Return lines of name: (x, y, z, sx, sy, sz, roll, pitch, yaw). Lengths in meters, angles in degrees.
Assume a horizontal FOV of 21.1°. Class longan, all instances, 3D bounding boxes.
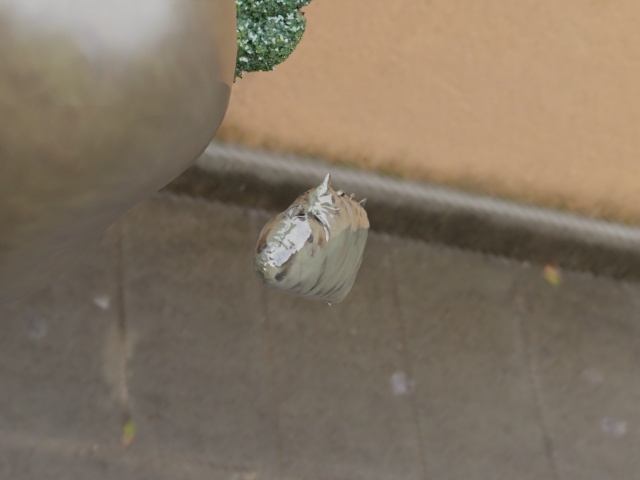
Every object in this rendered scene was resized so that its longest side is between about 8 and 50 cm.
longan: (-0.155, -0.086, 0.775, 0.248, 0.248, 0.248, 16, 47, -18)

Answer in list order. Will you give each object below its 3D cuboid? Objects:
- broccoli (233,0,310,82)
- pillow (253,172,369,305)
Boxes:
broccoli: (-0.111, -0.300, 1.804, 0.262, 0.269, 0.241, -14, 18, -2)
pillow: (0.001, -0.001, 1.278, 0.051, 0.093, 0.241, 27, 1, 15)
